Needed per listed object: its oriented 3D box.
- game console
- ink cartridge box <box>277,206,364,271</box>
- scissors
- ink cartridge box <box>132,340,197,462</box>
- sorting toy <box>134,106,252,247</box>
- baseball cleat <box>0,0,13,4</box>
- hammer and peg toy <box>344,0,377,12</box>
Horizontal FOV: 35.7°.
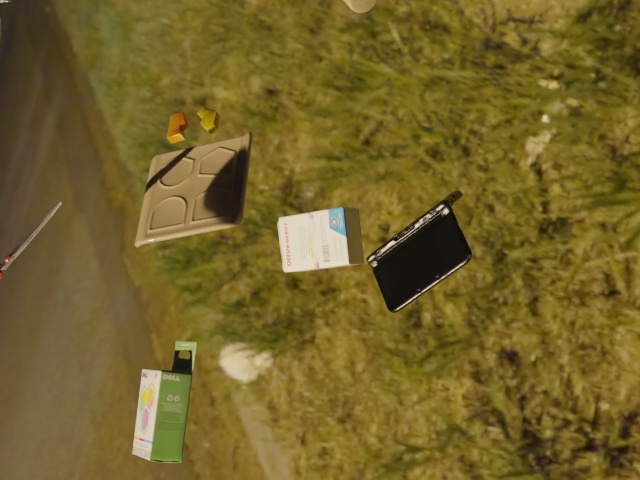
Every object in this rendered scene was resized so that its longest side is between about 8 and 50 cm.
[{"bbox_3d":[0.121,0.011,1.134,0.122,0.071,0.107,-37,-2,27],"label":"game console"},{"bbox_3d":[0.000,0.000,1.538,0.122,0.052,0.088,-8,86,31],"label":"ink cartridge box"},{"bbox_3d":[-0.534,0.051,1.671,0.297,0.021,0.109,-38,27,20],"label":"scissors"},{"bbox_3d":[-0.275,0.277,1.740,0.109,0.062,0.209,-10,72,63],"label":"ink cartridge box"},{"bbox_3d":[-0.225,-0.128,1.846,0.229,0.041,0.307,-13,50,21],"label":"sorting toy"},{"bbox_3d":[-0.462,-0.380,1.390,0.206,0.072,0.109,1,113,45],"label":"baseball cleat"},{"bbox_3d":[-0.033,-0.550,1.663,0.266,0.361,0.127,-59,35,16],"label":"hammer and peg toy"}]
